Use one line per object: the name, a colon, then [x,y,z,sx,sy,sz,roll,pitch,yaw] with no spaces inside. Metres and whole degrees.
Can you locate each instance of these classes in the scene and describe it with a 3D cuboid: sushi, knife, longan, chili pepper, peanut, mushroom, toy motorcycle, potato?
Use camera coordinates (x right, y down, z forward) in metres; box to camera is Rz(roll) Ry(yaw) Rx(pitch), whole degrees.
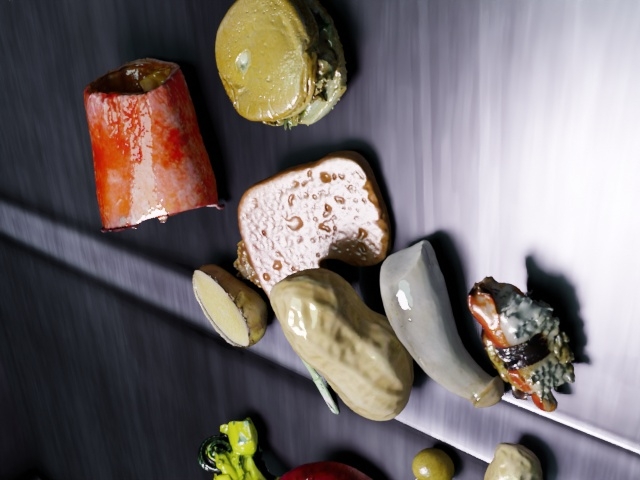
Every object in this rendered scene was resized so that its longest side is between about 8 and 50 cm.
sushi: [0.282,0.137,0.976,0.103,0.097,0.226,0,125,52]
knife: [-0.009,0.254,1.367,0.030,0.014,0.207,9,133,50]
longan: [0.186,0.392,1.223,0.075,0.083,0.075,51,177,4]
chili pepper: [-0.333,-0.176,1.351,0.251,0.229,0.305,20,126,58]
peanut: [0.301,0.404,1.102,0.098,0.090,0.214,14,122,55]
mushroom: [0.176,0.139,1.090,0.118,0.103,0.270,-23,101,43]
toy motorcycle: [-0.121,0.539,1.552,0.342,0.206,0.142,56,139,30]
peanut: [0.046,0.160,1.145,0.152,0.152,0.313,-16,123,49]
potato: [-0.174,0.122,1.456,0.200,0.081,0.164,37,142,31]

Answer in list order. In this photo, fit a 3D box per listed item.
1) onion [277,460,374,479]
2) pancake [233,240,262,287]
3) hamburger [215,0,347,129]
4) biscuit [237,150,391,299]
onion: [0.019,0.556,1.411,0.272,0.195,0.272,1,92,15]
pancake: [-0.096,0.055,1.352,0.244,0.057,0.266,-21,96,50]
hamburger: [-0.057,-0.281,1.085,0.189,0.122,0.215,-39,77,42]
biscuit: [0.001,-0.001,1.191,0.277,0.052,0.262,-20,103,30]
